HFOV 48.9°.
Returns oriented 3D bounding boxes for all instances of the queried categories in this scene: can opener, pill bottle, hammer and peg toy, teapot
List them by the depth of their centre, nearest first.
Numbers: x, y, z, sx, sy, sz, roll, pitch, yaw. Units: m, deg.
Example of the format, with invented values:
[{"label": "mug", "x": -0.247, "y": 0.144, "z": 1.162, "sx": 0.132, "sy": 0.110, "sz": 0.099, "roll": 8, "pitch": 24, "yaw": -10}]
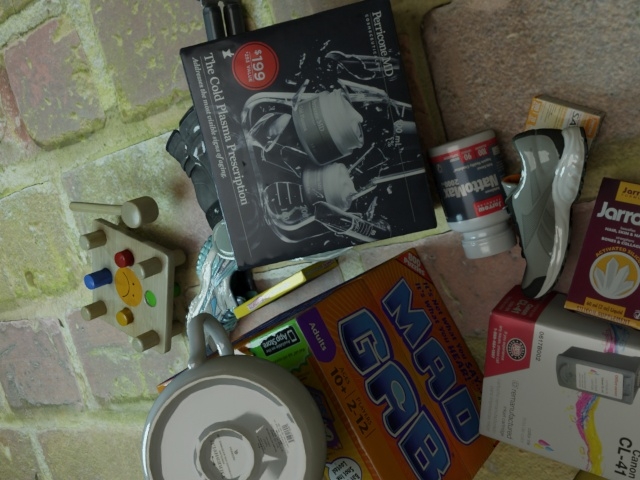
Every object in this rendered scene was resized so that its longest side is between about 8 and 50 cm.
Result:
[{"label": "teapot", "x": -0.105, "y": 0.260, "z": 0.941, "sx": 0.252, "sy": 0.187, "sz": 0.256, "roll": 22, "pitch": 92, "yaw": 7}, {"label": "pill bottle", "x": 0.237, "y": -0.069, "z": 1.076, "sx": 0.108, "sy": 0.108, "sz": 0.180, "roll": -14, "pitch": 98, "yaw": 38}, {"label": "can opener", "x": -0.185, "y": -0.407, "z": 1.299, "sx": 0.095, "sy": 0.076, "sz": 0.283, "roll": -157, "pitch": 56, "yaw": -65}, {"label": "hammer and peg toy", "x": -0.425, "y": 0.050, "z": 1.576, "sx": 0.266, "sy": 0.127, "sz": 0.361, "roll": 21, "pitch": 117, "yaw": 31}]

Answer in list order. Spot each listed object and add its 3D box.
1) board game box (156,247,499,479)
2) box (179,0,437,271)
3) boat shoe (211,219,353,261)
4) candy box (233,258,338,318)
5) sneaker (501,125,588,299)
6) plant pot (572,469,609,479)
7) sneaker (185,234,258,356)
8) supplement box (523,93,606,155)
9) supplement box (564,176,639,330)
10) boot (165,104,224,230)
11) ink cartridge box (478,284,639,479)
[{"label": "board game box", "x": 0.027, "y": 0.280, "z": 1.186, "sx": 0.356, "sy": 0.356, "sz": 0.356, "roll": -30, "pitch": 87, "yaw": 38}, {"label": "box", "x": -0.009, "y": -0.163, "z": 1.095, "sx": 0.312, "sy": 0.179, "sz": 0.343, "roll": -13, "pitch": 100, "yaw": 6}, {"label": "boat shoe", "x": -0.054, "y": -0.017, "z": 1.305, "sx": 0.303, "sy": 0.091, "sz": 0.114, "roll": 1, "pitch": 93, "yaw": 26}, {"label": "candy box", "x": -0.069, "y": 0.091, "z": 1.349, "sx": 0.206, "sy": 0.105, "sz": 0.027, "roll": -31, "pitch": 87, "yaw": 38}, {"label": "sneaker", "x": 0.311, "y": -0.039, "z": 1.012, "sx": 0.108, "sy": 0.100, "sz": 0.271, "roll": 7, "pitch": 120, "yaw": 15}, {"label": "plant pot", "x": 0.447, "y": 0.380, "z": 1.075, "sx": 0.134, "sy": 0.134, "sz": 0.095, "roll": 13, "pitch": 101, "yaw": 32}, {"label": "sneaker", "x": -0.197, "y": 0.131, "z": 1.455, "sx": 0.122, "sy": 0.110, "sz": 0.283, "roll": 21, "pitch": 117, "yaw": 25}, {"label": "supplement box", "x": 0.347, "y": -0.165, "z": 1.009, "sx": 0.098, "sy": 0.036, "sz": 0.062, "roll": 23, "pitch": 119, "yaw": 27}, {"label": "supplement box", "x": 0.413, "y": 0.020, "z": 0.954, "sx": 0.104, "sy": 0.081, "sz": 0.188, "roll": 16, "pitch": 89, "yaw": 31}, {"label": "boot", "x": -0.162, "y": -0.181, "z": 1.316, "sx": 0.338, "sy": 0.118, "sz": 0.222, "roll": -33, "pitch": 85, "yaw": 36}, {"label": "ink cartridge box", "x": 0.405, "y": 0.216, "z": 1.041, "sx": 0.306, "sy": 0.131, "sz": 0.226, "roll": 13, "pitch": 113, "yaw": 33}]
